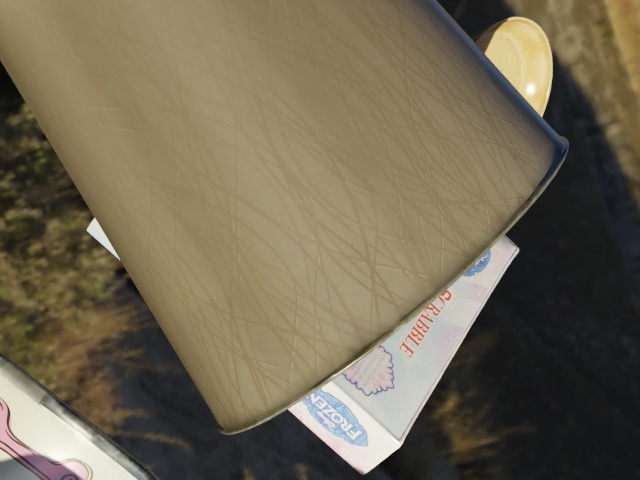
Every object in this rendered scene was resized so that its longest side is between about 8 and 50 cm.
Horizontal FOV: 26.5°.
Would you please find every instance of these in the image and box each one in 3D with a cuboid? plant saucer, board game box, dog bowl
[{"bbox_3d":[0.087,-0.075,0.695,0.083,0.015,0.083,-24,127,-37],"label":"plant saucer"},{"bbox_3d":[0.000,0.000,1.245,0.318,0.066,0.319,42,42,-2],"label":"board game box"},{"bbox_3d":[-0.300,0.217,1.338,0.408,0.150,0.408,36,-13,10],"label":"dog bowl"}]

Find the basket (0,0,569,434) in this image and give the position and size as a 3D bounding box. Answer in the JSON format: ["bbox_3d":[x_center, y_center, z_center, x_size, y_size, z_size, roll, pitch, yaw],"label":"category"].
[{"bbox_3d":[-0.036,-0.075,0.530,0.227,0.154,0.204,53,43,-5],"label":"basket"}]
